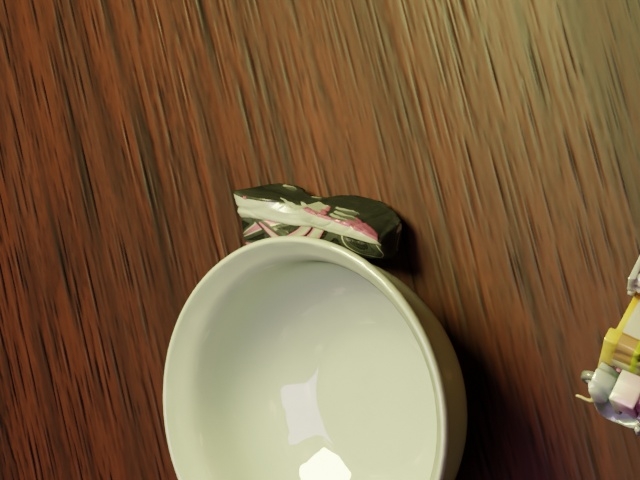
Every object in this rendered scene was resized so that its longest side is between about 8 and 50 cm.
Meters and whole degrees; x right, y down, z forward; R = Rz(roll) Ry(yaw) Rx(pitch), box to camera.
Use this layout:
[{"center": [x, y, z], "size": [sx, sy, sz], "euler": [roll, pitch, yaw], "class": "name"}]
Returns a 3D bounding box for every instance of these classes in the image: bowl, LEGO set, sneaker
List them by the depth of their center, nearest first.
[{"center": [0.292, 0.014, 1.138], "size": [0.107, 0.132, 0.287], "euler": [25, 84, 17], "class": "LEGO set"}, {"center": [0.017, 0.139, 1.336], "size": [0.297, 0.134, 0.298], "euler": [3, 95, 38], "class": "bowl"}, {"center": [0.000, 0.000, 1.394], "size": [0.178, 0.072, 0.077], "euler": [15, 114, 44], "class": "sneaker"}]
